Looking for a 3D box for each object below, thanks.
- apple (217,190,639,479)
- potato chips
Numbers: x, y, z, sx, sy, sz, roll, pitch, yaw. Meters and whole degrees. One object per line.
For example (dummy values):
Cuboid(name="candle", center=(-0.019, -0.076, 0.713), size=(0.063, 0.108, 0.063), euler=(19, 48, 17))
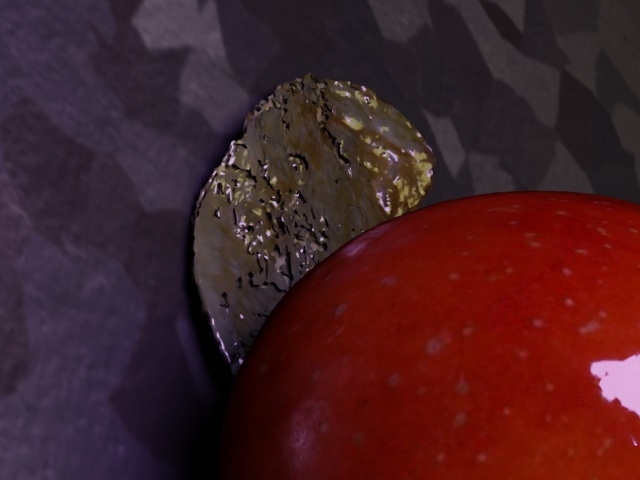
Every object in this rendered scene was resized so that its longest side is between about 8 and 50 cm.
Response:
Cuboid(name="apple", center=(0.092, 0.108, 0.772), size=(0.260, 0.216, 0.260), euler=(23, 62, -53))
Cuboid(name="potato chips", center=(0.000, 0.000, 0.886), size=(0.209, 0.026, 0.142), euler=(-28, 97, -56))
